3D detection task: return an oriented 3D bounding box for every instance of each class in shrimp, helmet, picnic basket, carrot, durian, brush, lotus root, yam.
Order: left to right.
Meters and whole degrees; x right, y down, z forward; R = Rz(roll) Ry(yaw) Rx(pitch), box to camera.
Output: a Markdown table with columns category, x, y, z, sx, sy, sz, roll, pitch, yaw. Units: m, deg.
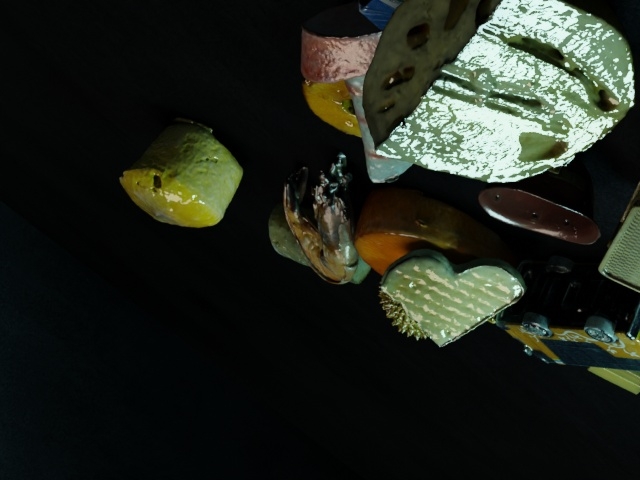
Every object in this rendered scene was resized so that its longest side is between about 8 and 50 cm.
| category | x | y | z | sx | sy | sz | roll | pitch | yaw |
| --- | --- | --- | --- | --- | --- | --- | --- | --- | --- |
| shrimp | -0.003 | -0.053 | 2.253 | 0.178 | 0.075 | 0.289 | 33 | 150 | 34 |
| yam | 0.000 | 0.000 | 2.403 | 0.194 | 0.107 | 0.107 | 19 | 160 | 27 |
| durian | 0.195 | 0.124 | 2.221 | 0.208 | 0.102 | 0.146 | 12 | 157 | -1 |
| carrot | 0.203 | 0.018 | 2.207 | 0.307 | 0.100 | 0.258 | 25 | 162 | -18 |
| lotus root | 0.219 | -0.202 | 1.449 | 0.260 | 0.149 | 0.267 | 10 | 139 | -32 |
| helmet | 0.310 | -0.073 | 1.763 | 0.175 | 0.106 | 0.155 | 26 | 165 | -9 |
| brush | 0.476 | 0.192 | 2.322 | 0.233 | 0.047 | 0.103 | 27 | 162 | 6 |
| picnic basket | 0.462 | -0.025 | 1.621 | 0.165 | 0.139 | 0.267 | 25 | 161 | 10 |

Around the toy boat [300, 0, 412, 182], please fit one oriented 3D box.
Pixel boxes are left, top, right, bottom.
| category | x | y | z | sx | sy | sz | roll | pitch | yaw |
| --- | --- | --- | --- | --- | --- | --- | --- | --- | --- |
| toy boat | 0.088 | -0.181 | 1.715 | 0.206 | 0.096 | 0.282 | -5 | 132 | 12 |

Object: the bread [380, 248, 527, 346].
| category | x | y | z | sx | sy | sz | roll | pitch | yaw |
| --- | --- | --- | --- | --- | --- | --- | --- | --- | --- |
| bread | 0.213 | 0.092 | 2.101 | 0.232 | 0.064 | 0.172 | 4 | 117 | 8 |

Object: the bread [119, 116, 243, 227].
| category | x | y | z | sx | sy | sz | roll | pitch | yaw |
| --- | --- | --- | --- | --- | --- | --- | --- | --- | --- |
| bread | -0.248 | -0.112 | 2.358 | 0.197 | 0.170 | 0.197 | 27 | 163 | 9 |

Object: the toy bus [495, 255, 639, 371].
| category | x | y | z | sx | sy | sz | roll | pitch | yaw |
| --- | --- | --- | --- | --- | --- | --- | --- | --- | --- |
| toy bus | 0.429 | 0.117 | 2.056 | 0.167 | 0.138 | 0.275 | 39 | 157 | -33 |

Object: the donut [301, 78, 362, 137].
| category | x | y | z | sx | sy | sz | roll | pitch | yaw |
| --- | --- | --- | --- | --- | --- | --- | --- | --- | --- |
| donut | 0.058 | -0.209 | 1.838 | 0.162 | 0.065 | 0.178 | 23 | 160 | 1 |

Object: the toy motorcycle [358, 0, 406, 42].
| category | x | y | z | sx | sy | sz | roll | pitch | yaw |
| --- | --- | --- | --- | --- | --- | --- | --- | --- | --- |
| toy motorcycle | 0.116 | -0.281 | 1.503 | 0.135 | 0.092 | 0.254 | -21 | 144 | 30 |
